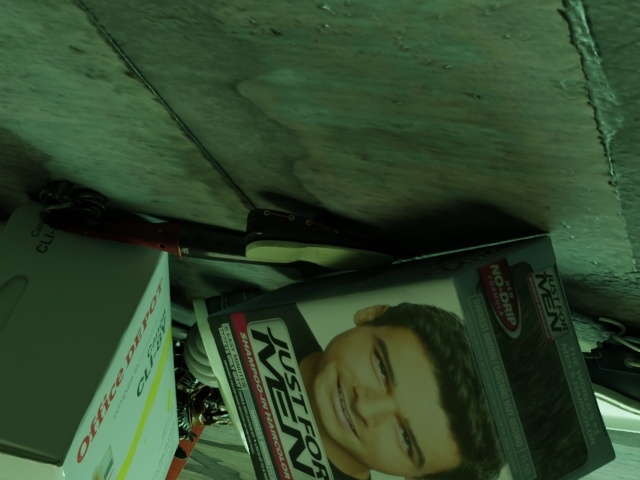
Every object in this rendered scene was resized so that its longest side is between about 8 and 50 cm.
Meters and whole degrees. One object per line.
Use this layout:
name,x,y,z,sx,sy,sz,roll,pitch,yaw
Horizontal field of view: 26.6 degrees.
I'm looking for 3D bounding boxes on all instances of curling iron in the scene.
curling iron,-0.137,-0.004,1.251,0.274,0.035,0.068,14,162,9

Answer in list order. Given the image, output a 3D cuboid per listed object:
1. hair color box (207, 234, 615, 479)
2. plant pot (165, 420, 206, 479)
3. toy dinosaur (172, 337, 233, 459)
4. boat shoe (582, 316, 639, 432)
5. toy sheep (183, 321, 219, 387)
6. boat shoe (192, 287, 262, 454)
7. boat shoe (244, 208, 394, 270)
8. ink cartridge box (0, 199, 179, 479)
hair color box,0.060,0.120,1.165,0.113,0.185,0.374,-19,-177,-35
plant pot,-0.358,0.259,1.880,0.267,0.267,0.236,7,141,27
toy dinosaur,-0.227,0.185,1.725,0.322,0.164,0.218,1,-175,-22
boat shoe,0.277,0.124,1.203,0.254,0.079,0.095,13,159,4
toy sheep,-0.111,0.122,1.528,0.091,0.091,0.132,13,148,10
boat shoe,-0.073,0.150,1.457,0.079,0.084,0.233,-19,127,-8
boat shoe,0.001,-0.001,1.140,0.133,0.042,0.049,8,156,-20
ink cartridge box,-0.263,0.195,1.373,0.160,0.279,0.385,14,141,8
